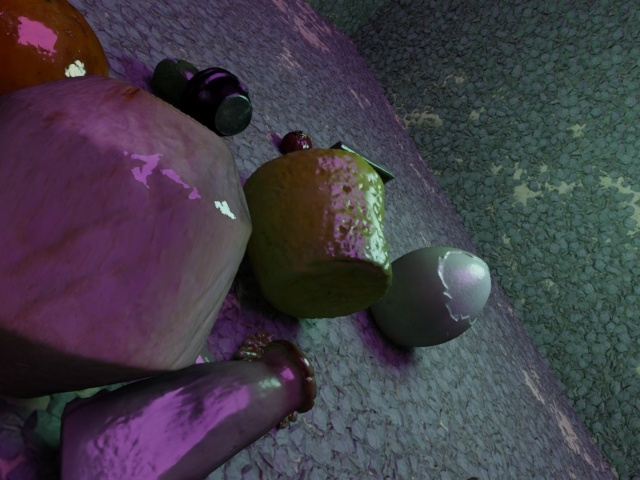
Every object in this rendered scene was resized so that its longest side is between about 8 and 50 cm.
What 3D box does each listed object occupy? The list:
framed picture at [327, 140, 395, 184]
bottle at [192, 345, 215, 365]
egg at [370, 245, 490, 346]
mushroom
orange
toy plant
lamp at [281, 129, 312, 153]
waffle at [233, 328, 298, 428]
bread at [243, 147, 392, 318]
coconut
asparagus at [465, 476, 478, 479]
[{"bbox_3d":[-0.003,-0.119,1.319,0.240,0.324,0.020,17,51,-49],"label":"framed picture"},{"bbox_3d":[-0.198,0.223,0.858,0.201,0.072,0.072,58,26,10],"label":"bottle"},{"bbox_3d":[0.321,0.154,1.509,0.278,0.336,0.278,42,31,-32],"label":"egg"},{"bbox_3d":[-0.177,0.245,0.715,0.407,0.137,0.154,-18,53,-45],"label":"mushroom"},{"bbox_3d":[-0.496,-0.305,0.860,0.284,0.226,0.284,37,24,-20],"label":"orange"},{"bbox_3d":[-0.295,-0.365,1.347,0.235,0.175,0.218,35,7,32],"label":"toy plant"},{"bbox_3d":[-0.076,-0.309,1.700,0.101,0.090,0.101,7,38,-5],"label":"lamp"},{"bbox_3d":[-0.092,0.263,1.024,0.183,0.036,0.169,50,28,-5],"label":"waffle"},{"bbox_3d":[0.000,0.000,1.176,0.348,0.348,0.308,22,45,-47],"label":"bread"},{"bbox_3d":[-0.299,0.008,0.676,0.344,0.415,0.415,34,29,-56],"label":"coconut"},{"bbox_3d":[0.327,0.619,1.226,0.080,0.080,0.287,59,26,13],"label":"asparagus"}]
